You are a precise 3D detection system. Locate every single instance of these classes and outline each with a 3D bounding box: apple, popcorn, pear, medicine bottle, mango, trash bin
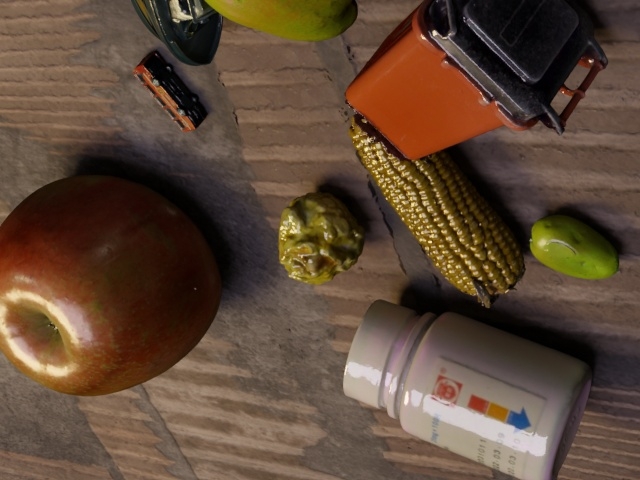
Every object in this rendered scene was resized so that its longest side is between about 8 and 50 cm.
[{"bbox_3d":[-0.312,0.069,1.938,0.319,0.277,0.319,20,140,18],"label":"apple"},{"bbox_3d":[0.000,0.000,1.762,0.106,0.116,0.121,17,100,9],"label":"popcorn"},{"bbox_3d":[-0.043,-0.293,1.404,0.219,0.187,0.187,44,143,-16],"label":"pear"},{"bbox_3d":[0.184,0.186,1.776,0.293,0.170,0.170,20,142,17],"label":"medicine bottle"},{"bbox_3d":[0.290,0.010,1.591,0.108,0.056,0.073,26,149,7],"label":"mango"},{"bbox_3d":[0.151,-0.174,1.420,0.184,0.161,0.238,42,151,-10],"label":"trash bin"}]

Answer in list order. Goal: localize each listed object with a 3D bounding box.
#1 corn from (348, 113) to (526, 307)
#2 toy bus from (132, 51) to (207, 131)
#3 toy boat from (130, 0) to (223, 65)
[{"bbox_3d":[0.130,-0.048,1.616,0.106,0.106,0.293,-19,118,48],"label":"corn"},{"bbox_3d":[-0.191,-0.186,1.762,0.043,0.031,0.110,-9,127,52],"label":"toy bus"},{"bbox_3d":[-0.157,-0.311,1.523,0.122,0.114,0.296,20,142,32],"label":"toy boat"}]
